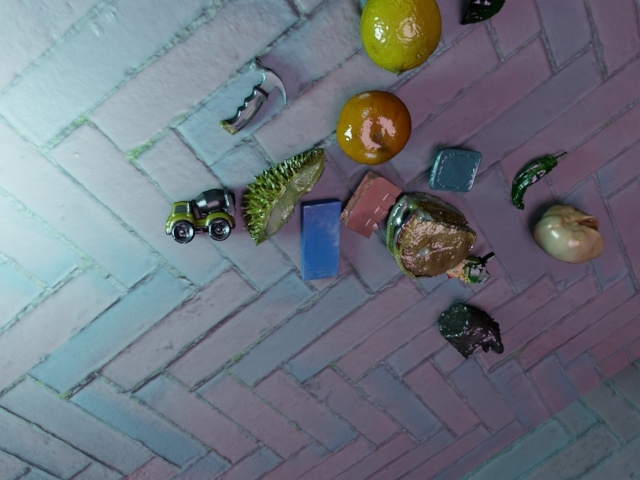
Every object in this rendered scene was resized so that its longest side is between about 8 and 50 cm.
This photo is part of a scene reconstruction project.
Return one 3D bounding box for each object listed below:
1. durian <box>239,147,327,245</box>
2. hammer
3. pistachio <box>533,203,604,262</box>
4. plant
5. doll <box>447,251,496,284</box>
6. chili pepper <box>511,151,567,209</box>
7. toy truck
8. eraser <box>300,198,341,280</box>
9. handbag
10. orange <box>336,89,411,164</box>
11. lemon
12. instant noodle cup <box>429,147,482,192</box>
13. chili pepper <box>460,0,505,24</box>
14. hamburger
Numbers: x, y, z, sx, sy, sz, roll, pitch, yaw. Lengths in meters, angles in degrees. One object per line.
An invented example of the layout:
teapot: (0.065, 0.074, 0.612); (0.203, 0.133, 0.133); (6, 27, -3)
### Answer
durian: (-0.116, -0.142, 1.650); (0.198, 0.163, 0.394); (36, 98, -34)
hammer: (-0.204, -0.409, 1.527); (0.158, 0.041, 0.226); (37, 103, -30)
pistachio: (0.996, -0.017, 2.043); (0.320, 0.229, 0.237); (23, 152, -33)
plant: (0.652, 0.396, 2.198); (0.276, 0.199, 0.188); (29, 114, -26)
doll: (0.595, 0.106, 2.050); (0.186, 0.106, 0.135); (4, 114, -2)
chili pepper: (0.825, -0.245, 1.943); (0.122, 0.065, 0.279); (27, 111, -38)
toy truck: (-0.379, -0.080, 1.620); (0.224, 0.147, 0.166); (-5, 97, -12)
eraser: (0.000, 0.000, 1.834); (0.144, 0.043, 0.312); (-8, 122, -14)
handbag: (0.177, -0.123, 1.792); (0.157, 0.059, 0.213); (25, 103, -41)
orange: (0.165, -0.353, 1.601); (0.239, 0.171, 0.241); (-4, 107, -12)
lemon: (0.226, -0.610, 1.438); (0.228, 0.228, 0.254); (-15, 122, -9)
instant noodle cup: (0.471, -0.257, 1.817); (0.178, 0.070, 0.157); (3, 117, -19)
chili pepper: (0.484, -0.775, 1.485); (0.148, 0.116, 0.265); (-21, 124, -9)
hamburger: (0.384, -0.005, 1.865); (0.317, 0.195, 0.277); (19, 115, -24)
